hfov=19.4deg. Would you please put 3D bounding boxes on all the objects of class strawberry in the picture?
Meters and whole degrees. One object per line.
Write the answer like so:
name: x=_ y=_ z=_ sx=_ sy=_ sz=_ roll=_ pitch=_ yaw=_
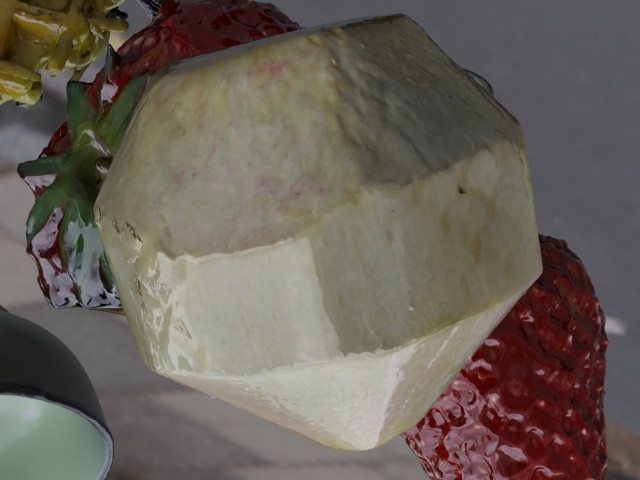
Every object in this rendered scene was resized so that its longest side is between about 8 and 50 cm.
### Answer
strawberry: x=0.143 y=0.124 z=1.463 sx=0.205 sy=0.244 sz=0.205 roll=-16 pitch=157 yaw=-7
strawberry: x=-0.068 y=-0.062 z=1.552 sx=0.291 sy=0.292 sz=0.310 roll=3 pitch=-171 yaw=38

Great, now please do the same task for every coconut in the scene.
coconut: x=0.000 y=0.000 z=1.095 sx=0.259 sy=0.259 sz=0.259 roll=17 pitch=161 yaw=6

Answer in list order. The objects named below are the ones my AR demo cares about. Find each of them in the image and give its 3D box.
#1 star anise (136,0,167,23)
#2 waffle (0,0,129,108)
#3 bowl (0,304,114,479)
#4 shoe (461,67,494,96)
star anise: x=-0.115 y=-0.220 z=2.227 sx=0.102 sy=0.272 sz=0.272 roll=-31 pitch=136 yaw=23
waffle: x=-0.368 y=-0.272 z=1.744 sx=0.382 sy=0.379 sz=0.095 roll=56 pitch=169 yaw=13
bowl: x=-0.412 y=0.180 z=2.064 sx=0.354 sy=0.185 sz=0.354 roll=-10 pitch=148 yaw=-6
shoe: x=0.093 y=-0.180 z=1.950 sx=0.195 sy=0.079 sz=0.078 roll=19 pitch=140 yaw=3
